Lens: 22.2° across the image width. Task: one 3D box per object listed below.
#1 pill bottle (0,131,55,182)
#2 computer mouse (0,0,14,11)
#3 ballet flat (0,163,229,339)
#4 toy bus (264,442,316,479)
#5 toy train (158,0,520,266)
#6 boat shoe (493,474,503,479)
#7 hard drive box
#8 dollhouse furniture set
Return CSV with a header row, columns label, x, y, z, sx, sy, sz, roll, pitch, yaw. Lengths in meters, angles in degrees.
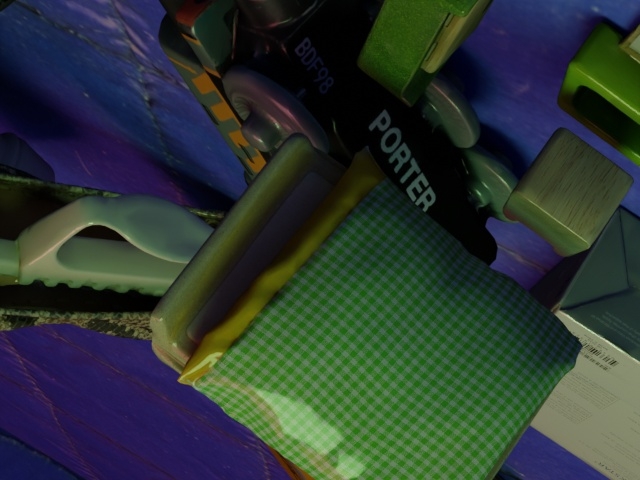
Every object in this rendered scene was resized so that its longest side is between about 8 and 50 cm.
label,x,y,z,sx,sy,sz,roll,pitch,yaw
pill bottle,-0.445,-0.133,1.475,0.408,0.229,0.229,44,158,-26
computer mouse,-0.153,-0.170,0.975,0.071,0.242,0.041,47,-157,-76
ballet flat,-0.241,0.000,1.373,0.483,0.164,0.182,5,161,-27
toy bus,0.015,0.212,1.692,0.130,0.108,0.332,39,167,38
toy train,0.005,-0.075,1.063,0.190,0.142,0.334,29,162,43
boat shoe,0.127,0.213,1.645,0.079,0.084,0.233,-22,123,21
hard drive box,0.226,0.092,1.155,0.181,0.089,0.232,34,160,1
dollhouse furniture set,0.073,-0.014,0.831,0.197,0.301,0.151,36,163,0
